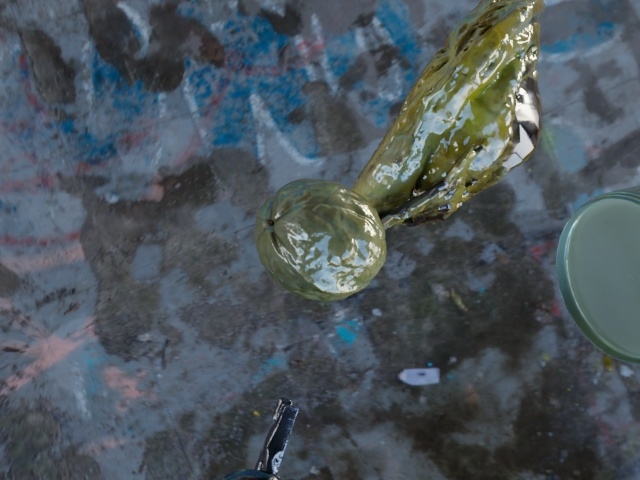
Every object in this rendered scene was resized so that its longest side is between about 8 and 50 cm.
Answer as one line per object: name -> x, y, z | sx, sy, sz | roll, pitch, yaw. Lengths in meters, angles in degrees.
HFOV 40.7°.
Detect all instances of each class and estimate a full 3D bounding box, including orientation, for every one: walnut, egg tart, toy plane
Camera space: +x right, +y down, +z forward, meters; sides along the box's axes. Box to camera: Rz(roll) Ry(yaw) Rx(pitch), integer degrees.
walnut -> 0.000, 0.000, 0.568 | 0.092, 0.092, 0.092 | 2, 83, -17
egg tart -> 0.135, -0.105, 0.855 | 0.132, 0.297, 0.297 | 40, 73, 1
toy plane -> -0.080, 0.364, 0.946 | 0.106, 0.155, 0.382 | 5, 116, -1

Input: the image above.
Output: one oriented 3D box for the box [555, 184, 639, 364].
box -> 0.441, 0.036, 1.126 | 0.149, 0.226, 0.226 | -14, 88, -29
